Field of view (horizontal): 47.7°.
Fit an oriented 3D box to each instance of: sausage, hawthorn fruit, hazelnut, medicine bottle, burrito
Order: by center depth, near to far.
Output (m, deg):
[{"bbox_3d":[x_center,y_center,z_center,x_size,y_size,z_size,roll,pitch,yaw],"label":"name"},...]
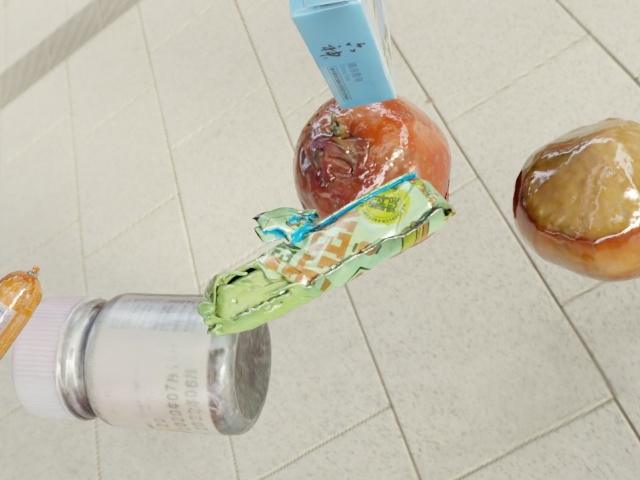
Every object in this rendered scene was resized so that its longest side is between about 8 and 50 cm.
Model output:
[{"bbox_3d":[0.000,0.000,0.732,0.287,0.054,0.104,-29,69,-13],"label":"burrito"},{"bbox_3d":[-0.403,0.171,0.765,0.053,0.053,0.348,29,83,42],"label":"sausage"},{"bbox_3d":[0.298,-0.044,0.772,0.182,0.182,0.182,-17,53,24],"label":"hazelnut"},{"bbox_3d":[-0.208,0.144,0.867,0.273,0.165,0.165,-1,60,15],"label":"medicine bottle"},{"bbox_3d":[0.070,-0.125,1.155,0.275,0.307,0.276,-10,63,21],"label":"hawthorn fruit"}]

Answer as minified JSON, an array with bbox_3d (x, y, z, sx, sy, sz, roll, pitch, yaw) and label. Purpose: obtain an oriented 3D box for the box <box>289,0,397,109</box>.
[{"bbox_3d":[0.028,-0.272,0.856,0.083,0.232,0.143,-7,73,12],"label":"box"}]
